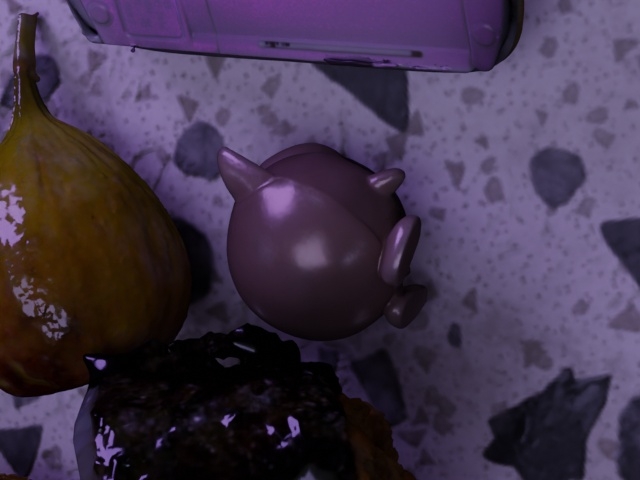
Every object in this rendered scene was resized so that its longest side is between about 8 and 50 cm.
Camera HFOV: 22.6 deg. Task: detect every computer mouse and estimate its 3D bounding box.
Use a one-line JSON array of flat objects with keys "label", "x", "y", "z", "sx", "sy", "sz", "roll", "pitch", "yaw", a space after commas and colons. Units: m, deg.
[{"label": "computer mouse", "x": -0.024, "y": -0.172, "z": 0.952, "sx": 0.310, "sy": 0.072, "sz": 0.158, "roll": 7, "pitch": 131, "yaw": 26}]

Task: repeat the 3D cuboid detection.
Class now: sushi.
[{"label": "sushi", "x": -0.036, "y": 0.161, "z": 0.943, "sx": 0.207, "sy": 0.348, "sz": 0.234, "roll": -14, "pitch": 69, "yaw": -3}]

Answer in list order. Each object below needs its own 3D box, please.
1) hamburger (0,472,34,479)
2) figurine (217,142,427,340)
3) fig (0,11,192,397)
[{"label": "hamburger", "x": -0.208, "y": 0.250, "z": 1.094, "sx": 0.191, "sy": 0.182, "sz": 0.118, "roll": 43, "pitch": 121, "yaw": 3}, {"label": "figurine", "x": 0.000, "y": 0.000, "z": 0.996, "sx": 0.138, "sy": 0.125, "sz": 0.125, "roll": 24, "pitch": 111, "yaw": 24}, {"label": "fig", "x": -0.173, "y": -0.029, "z": 1.045, "sx": 0.159, "sy": 0.159, "sz": 0.257, "roll": -15, "pitch": 79, "yaw": 21}]
